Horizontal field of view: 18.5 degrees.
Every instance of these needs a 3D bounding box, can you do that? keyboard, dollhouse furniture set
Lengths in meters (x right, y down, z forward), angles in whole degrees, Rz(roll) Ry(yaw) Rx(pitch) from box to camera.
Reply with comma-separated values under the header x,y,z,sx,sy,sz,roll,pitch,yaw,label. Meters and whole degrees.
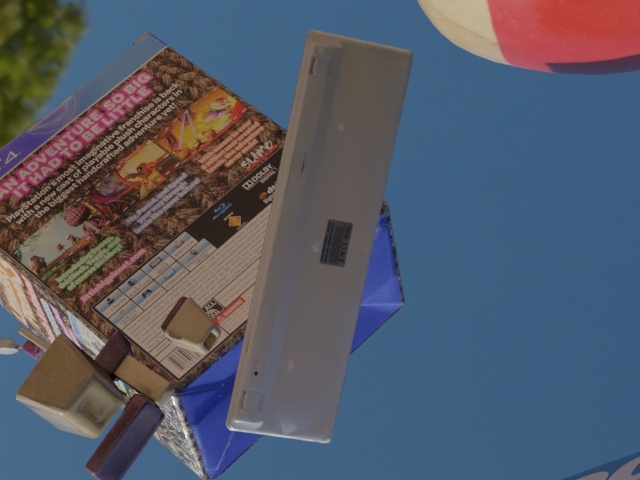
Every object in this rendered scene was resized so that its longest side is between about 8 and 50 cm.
x,y,z,sx,sy,sz,roll,pitch,yaw,label
0.000,0.000,1.231,0.014,0.072,0.256,24,-77,64,keyboard
-0.109,0.039,0.850,0.081,0.114,0.091,32,-99,18,dollhouse furniture set

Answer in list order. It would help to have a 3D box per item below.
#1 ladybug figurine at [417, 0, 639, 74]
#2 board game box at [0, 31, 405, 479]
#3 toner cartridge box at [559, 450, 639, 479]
x,y,z,sx,sy,sz,roll,pitch,yaw,label
0.164,-0.233,0.881,0.162,0.449,0.305,32,-116,22,ladybug figurine
-0.117,0.008,1.591,0.232,0.141,0.291,-41,-122,-20,board game box
0.225,0.146,1.031,0.348,0.075,0.165,-24,-175,25,toner cartridge box
